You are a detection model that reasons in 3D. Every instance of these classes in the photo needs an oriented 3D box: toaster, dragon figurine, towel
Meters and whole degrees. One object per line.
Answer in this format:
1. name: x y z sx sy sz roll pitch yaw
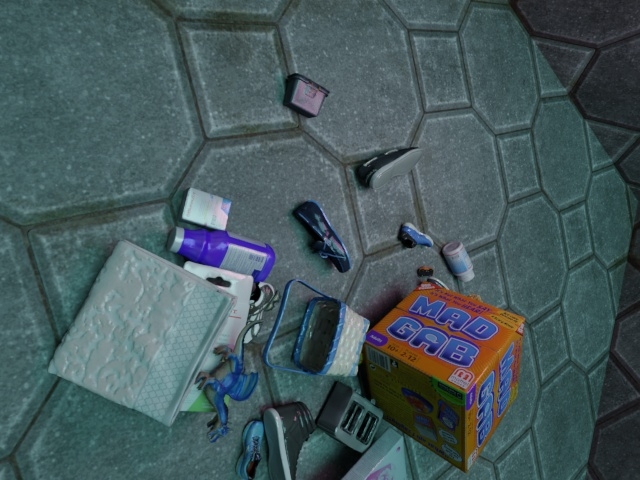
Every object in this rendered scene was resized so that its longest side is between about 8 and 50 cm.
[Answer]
1. toaster: 0.091 0.574 1.379 0.168 0.110 0.186 43 66 -25
2. dragon figurine: -0.211 0.337 1.049 0.144 0.085 0.289 47 65 -26
3. towel: -0.402 0.208 0.978 0.316 0.053 0.332 26 80 1

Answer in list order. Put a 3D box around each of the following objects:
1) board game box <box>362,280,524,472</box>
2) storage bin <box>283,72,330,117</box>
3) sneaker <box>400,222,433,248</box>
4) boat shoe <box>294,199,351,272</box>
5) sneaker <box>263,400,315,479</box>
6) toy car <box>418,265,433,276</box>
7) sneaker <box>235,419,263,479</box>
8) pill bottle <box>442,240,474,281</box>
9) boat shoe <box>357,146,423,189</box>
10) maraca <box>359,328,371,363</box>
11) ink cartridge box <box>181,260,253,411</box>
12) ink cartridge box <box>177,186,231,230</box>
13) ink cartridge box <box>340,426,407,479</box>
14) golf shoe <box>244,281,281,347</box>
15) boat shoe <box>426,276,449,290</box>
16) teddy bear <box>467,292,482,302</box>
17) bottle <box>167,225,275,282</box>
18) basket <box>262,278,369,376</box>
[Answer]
1. board game box: 0.398 0.416 1.385 0.356 0.356 0.356 -33 127 -34
2. storage bin: -0.047 -0.451 1.347 0.135 0.098 0.091 18 88 -33
3. sneaker: 0.362 0.005 1.625 0.152 0.058 0.085 35 63 -24
4. boat shoe: 0.000 0.000 1.364 0.089 0.109 0.258 -34 90 -24
5. sneaker: -0.076 0.619 1.264 0.146 0.104 0.296 -10 96 -39
6. toy car: 0.422 0.149 1.687 0.041 0.060 0.122 -90 163 -58
7. sneaker: -0.185 0.593 1.206 0.063 0.073 0.162 17 77 -33
8. pill bottle: 0.569 0.088 1.750 0.087 0.087 0.160 -41 111 -29
9. boat shoe: 0.257 -0.283 1.541 0.302 0.091 0.114 -29 148 -38
10. maraca: 0.099 0.360 1.407 0.185 0.099 0.127 -37 97 -5
11. ink cartridge box: -0.316 0.243 1.103 0.207 0.119 0.354 18 79 -33
12. ink cartridge box: -0.316 -0.082 1.160 0.122 0.052 0.089 19 77 -34
13. ink cartridge box: 0.155 0.823 1.374 0.330 0.071 0.324 -33 128 -33
14. golf shoe: -0.199 0.203 1.200 0.094 0.077 0.198 41 74 -39
15. boat shoe: 0.463 0.248 1.665 0.079 0.095 0.255 -45 127 -22
16. teddy bear: 0.593 0.340 1.655 0.338 0.113 0.245 77 26 -61
17. bottle: -0.265 0.033 1.156 0.282 0.092 0.118 18 111 -32
18. basket: -0.015 0.280 1.262 0.289 0.201 0.255 31 70 -32
